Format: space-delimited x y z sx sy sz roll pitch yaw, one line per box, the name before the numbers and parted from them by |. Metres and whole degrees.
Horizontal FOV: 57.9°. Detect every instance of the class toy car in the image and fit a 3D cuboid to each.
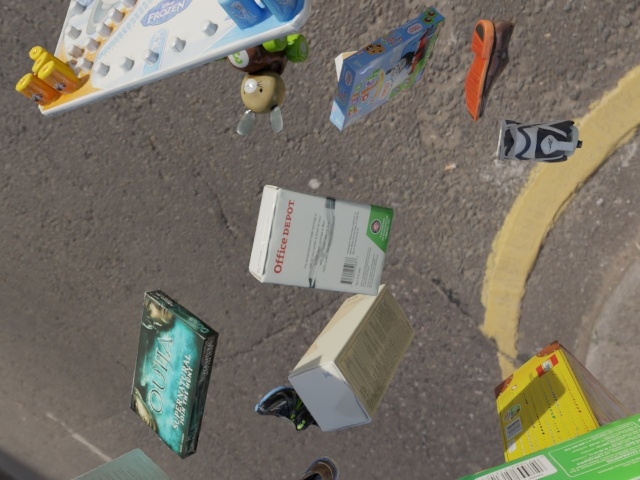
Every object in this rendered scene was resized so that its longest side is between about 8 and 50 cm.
toy car | -0.119 -0.294 1.090 0.155 0.149 0.188 1 91 29

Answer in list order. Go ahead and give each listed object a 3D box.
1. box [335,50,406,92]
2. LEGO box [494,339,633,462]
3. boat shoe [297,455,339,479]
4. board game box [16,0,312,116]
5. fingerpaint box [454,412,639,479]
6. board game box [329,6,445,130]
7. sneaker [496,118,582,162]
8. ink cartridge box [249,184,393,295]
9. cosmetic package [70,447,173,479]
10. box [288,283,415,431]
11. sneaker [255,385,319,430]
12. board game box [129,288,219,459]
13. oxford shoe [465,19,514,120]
box | 0.139 -0.463 1.620 0.171 0.091 0.130 -11 100 -7
LEGO box | 0.536 0.453 1.070 0.372 0.500 0.193 45 106 1
boat shoe | -0.041 0.455 1.008 0.066 0.066 0.183 35 100 22
board game box | -0.172 -0.359 0.670 0.390 0.389 0.050 -8 156 30
fingerpaint box | 0.435 0.402 0.661 0.445 0.163 0.371 -21 88 3
board game box | 0.116 -0.303 1.032 0.039 0.211 0.160 49 158 15
sneaker | 0.469 -0.212 1.236 0.153 0.235 0.094 6 98 6
ink cartridge box | 0.000 0.000 0.954 0.209 0.087 0.153 10 95 -24
cosmetic package | -0.256 0.320 0.634 0.085 0.231 0.117 38 90 9
box | 0.076 0.236 1.209 0.121 0.311 0.148 -26 99 34
sneaker | -0.053 0.360 1.227 0.188 0.078 0.067 22 116 -38
board game box | -0.196 0.173 0.756 0.126 0.026 0.186 27 114 33
oxford shoe | 0.446 -0.439 1.519 0.098 0.097 0.271 -7 132 -8
